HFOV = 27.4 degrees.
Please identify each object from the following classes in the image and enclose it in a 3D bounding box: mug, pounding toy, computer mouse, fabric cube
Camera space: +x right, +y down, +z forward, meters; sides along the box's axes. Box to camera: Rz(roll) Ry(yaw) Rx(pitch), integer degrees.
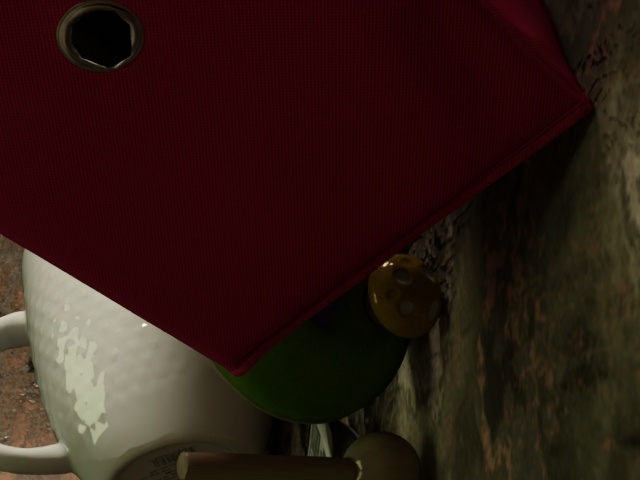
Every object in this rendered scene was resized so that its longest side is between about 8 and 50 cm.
[{"bbox_3d":[-0.233,0.148,1.485,0.276,0.374,0.328,89,167,-48],"label":"mug"},{"bbox_3d":[0.013,0.042,0.831,0.110,0.183,0.236,-27,54,47],"label":"pounding toy"},{"bbox_3d":[0.029,0.196,0.952,0.193,0.042,0.106,-109,20,-51],"label":"computer mouse"},{"bbox_3d":[-0.059,-0.134,0.682,0.254,0.258,0.259,-38,36,24],"label":"fabric cube"}]
